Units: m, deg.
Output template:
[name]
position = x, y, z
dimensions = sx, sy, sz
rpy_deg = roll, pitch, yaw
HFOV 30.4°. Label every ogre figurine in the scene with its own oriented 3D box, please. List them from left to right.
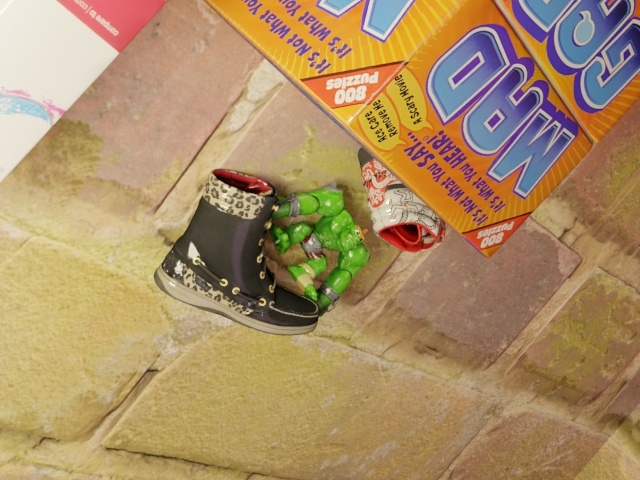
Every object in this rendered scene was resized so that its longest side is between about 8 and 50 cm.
[ogre figurine]
position = 0.000, 0.000, 1.645
dimensions = 0.118, 0.097, 0.197
rpy_deg = -35, 102, -17

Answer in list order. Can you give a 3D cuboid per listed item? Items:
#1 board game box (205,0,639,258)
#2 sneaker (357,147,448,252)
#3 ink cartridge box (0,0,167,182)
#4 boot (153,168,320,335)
[board game box]
position = 0.126, -0.270, 1.281
dimensions = 0.356, 0.356, 0.356
rpy_deg = -48, 143, 4
[sneaker]
position = 0.162, -0.048, 1.695
dimensions = 0.090, 0.145, 0.270
rpy_deg = -25, 154, 38
[ink cartridge box]
position = -0.318, -0.186, 1.045
dimensions = 0.306, 0.226, 0.131
rpy_deg = -46, 143, 1
[boot]
position = -0.079, 0.019, 1.545
dimensions = 0.236, 0.085, 0.178
rpy_deg = 19, 111, -21
